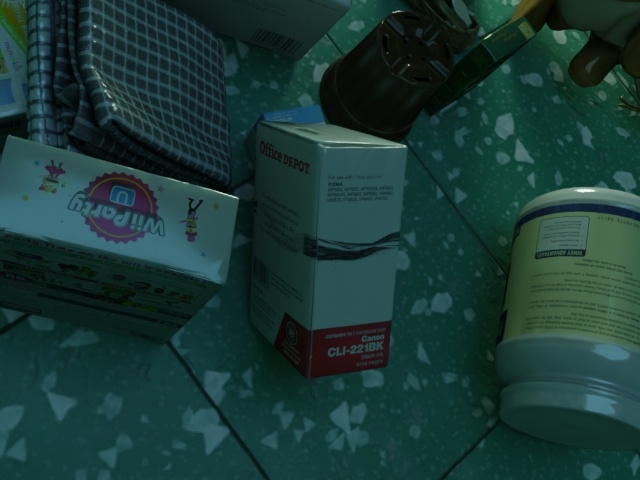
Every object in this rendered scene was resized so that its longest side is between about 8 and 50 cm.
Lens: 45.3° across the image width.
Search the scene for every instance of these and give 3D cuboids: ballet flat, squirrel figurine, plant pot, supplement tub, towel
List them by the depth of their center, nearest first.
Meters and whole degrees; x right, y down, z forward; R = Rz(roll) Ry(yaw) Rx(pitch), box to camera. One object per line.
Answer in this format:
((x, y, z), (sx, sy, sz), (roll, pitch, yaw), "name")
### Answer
((-0.219, -0.183, 0.942), (0.284, 0.121, 0.234), (22, 59, -60), "towel")
((0.379, 0.113, 1.099), (0.236, 0.235, 0.324), (22, 65, -15), "supplement tub")
((0.105, -0.245, 1.148), (0.167, 0.165, 0.166), (7, 70, -20), "plant pot")
((0.196, -0.416, 1.302), (0.206, 0.067, 0.073), (45, 62, -3), "ballet flat")
((0.597, -0.422, 1.368), (0.370, 0.281, 0.396), (35, 65, -16), "squirrel figurine")

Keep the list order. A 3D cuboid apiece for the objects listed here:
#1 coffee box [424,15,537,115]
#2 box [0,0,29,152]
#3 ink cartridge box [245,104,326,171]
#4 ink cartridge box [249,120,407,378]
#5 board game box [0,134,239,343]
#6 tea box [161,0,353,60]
((0.243, -0.272, 1.205), (0.113, 0.184, 0.040), (-35, 89, -29), "coffee box")
((-0.394, -0.229, 0.964), (0.114, 0.103, 0.203), (-20, 81, -27), "box")
((-0.035, -0.102, 1.079), (0.090, 0.092, 0.143), (-12, 77, -26), "ink cartridge box")
((0.000, 0.000, 0.935), (0.114, 0.197, 0.272), (-4, 107, -25), "ink cartridge box")
((-0.239, 0.019, 0.829), (0.224, 0.303, 0.097), (15, 68, -18), "board game box")
((-0.117, -0.479, 1.078), (0.329, 0.220, 0.323), (15, 78, -19), "tea box")
